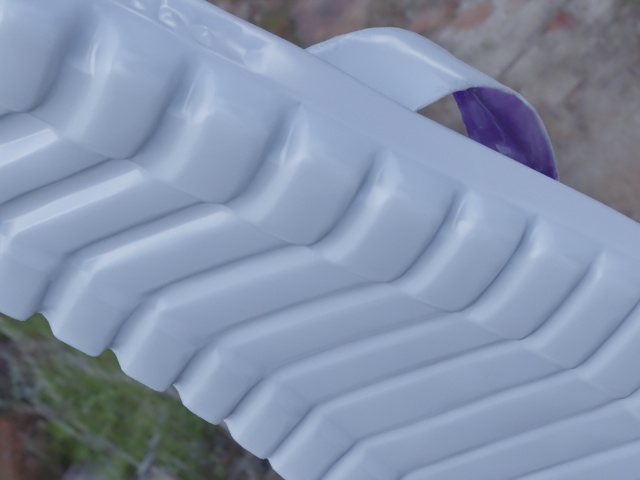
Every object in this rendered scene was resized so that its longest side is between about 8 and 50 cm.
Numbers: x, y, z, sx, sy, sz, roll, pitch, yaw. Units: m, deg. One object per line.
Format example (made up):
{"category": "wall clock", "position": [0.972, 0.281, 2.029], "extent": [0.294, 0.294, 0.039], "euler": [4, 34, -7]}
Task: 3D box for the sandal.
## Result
{"category": "sandal", "position": [0.011, -0.006, 0.586], "extent": [0.169, 0.416, 0.102], "euler": [-32, 39, 37]}
